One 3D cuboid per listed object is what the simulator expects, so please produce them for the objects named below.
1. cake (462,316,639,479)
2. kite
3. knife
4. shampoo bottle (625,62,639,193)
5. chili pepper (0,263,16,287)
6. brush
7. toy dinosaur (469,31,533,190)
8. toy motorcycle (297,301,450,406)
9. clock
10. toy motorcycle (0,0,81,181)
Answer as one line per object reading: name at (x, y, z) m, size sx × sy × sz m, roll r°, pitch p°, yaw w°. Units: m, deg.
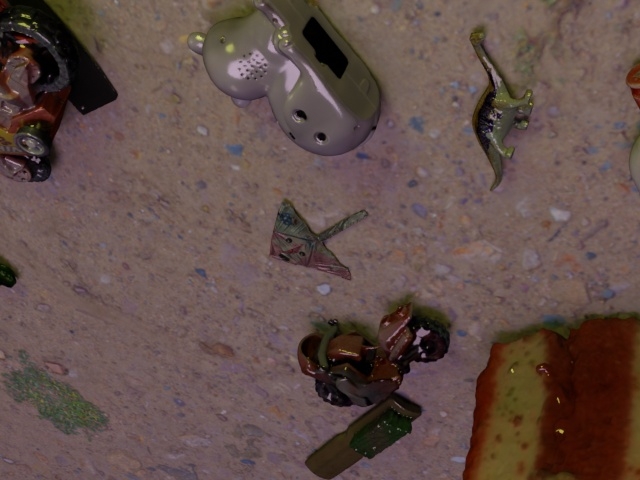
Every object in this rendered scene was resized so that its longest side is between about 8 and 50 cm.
cake at (0.330, 0.262, 0.855) m, size 0.320 × 0.269 × 0.270 m, roll -10°, pitch 129°, yaw 32°
kite at (0.000, 0.000, 0.928) m, size 0.152 × 0.005 × 0.137 m, roll -17°, pitch 127°, yaw 35°
knife at (-0.301, -0.229, 0.818) m, size 0.072 × 0.019 × 0.245 m, roll -17°, pitch 128°, yaw 33°
shampoo bottle at (0.325, -0.061, 0.691) m, size 0.108 × 0.051 × 0.221 m, roll -17°, pitch 125°, yaw 38°
chili pepper at (-0.581, 0.041, 1.176) m, size 0.279 × 0.065 × 0.122 m, roll -6°, pitch 127°, yaw 23°
brush at (0.054, 0.304, 1.188) m, size 0.054 × 0.048 × 0.282 m, roll 33°, pitch 138°, yaw -7°
toy dinosaur at (0.165, -0.105, 0.729) m, size 0.058 × 0.037 × 0.180 m, roll 23°, pitch 137°, yaw 36°
toy motorcycle at (0.053, 0.139, 0.991) m, size 0.118 × 0.084 × 0.212 m, roll 41°, pitch 127°, yaw -17°
clock at (-0.031, -0.143, 0.740) m, size 0.117 × 0.080 × 0.176 m, roll -24°, pitch 119°, yaw 38°
toy motorcycle at (-0.346, -0.151, 0.848) m, size 0.171 × 0.089 × 0.298 m, roll 29°, pitch 146°, yaw -11°
